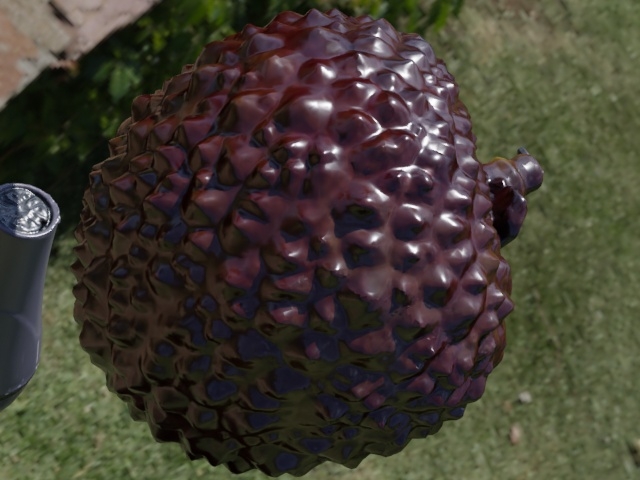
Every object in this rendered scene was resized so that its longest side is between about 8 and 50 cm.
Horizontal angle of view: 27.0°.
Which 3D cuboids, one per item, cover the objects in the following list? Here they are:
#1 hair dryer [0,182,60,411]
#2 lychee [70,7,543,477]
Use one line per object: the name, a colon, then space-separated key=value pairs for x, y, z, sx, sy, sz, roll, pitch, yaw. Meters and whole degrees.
hair dryer: x=-0.328 y=-0.028 z=1.287 sx=0.121 sy=0.301 sz=0.361 roll=5 pitch=49 yaw=-24
lychee: x=0.000 y=0.000 z=0.777 sx=0.300 sy=0.264 sz=0.264 roll=-21 pitch=79 yaw=-13
